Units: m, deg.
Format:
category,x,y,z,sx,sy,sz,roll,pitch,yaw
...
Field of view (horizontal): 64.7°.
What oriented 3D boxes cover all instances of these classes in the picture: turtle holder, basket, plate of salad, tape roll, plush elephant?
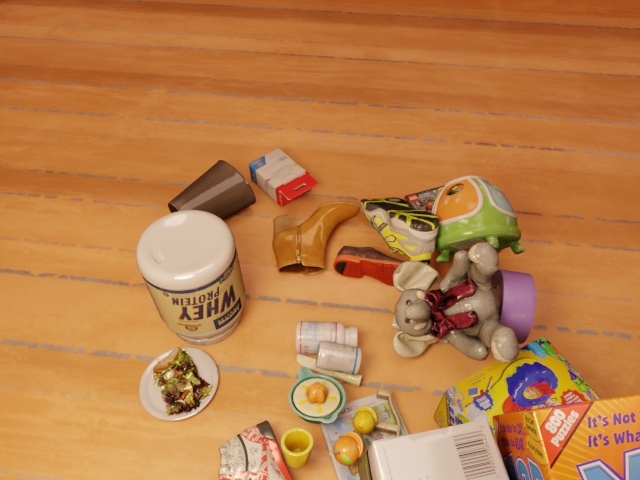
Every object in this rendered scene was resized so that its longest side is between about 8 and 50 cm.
category,x,y,z,sx,sy,sz,roll,pitch,yaw
turtle holder,0.467,-0.058,1.465,0.320,0.243,0.227,0,74,-24
basket,-0.360,-0.130,1.626,0.227,0.154,0.204,-38,58,-23
plate of salad,-0.360,0.355,1.280,0.200,0.048,0.199,0,49,0
tape roll,0.499,0.174,1.335,0.080,0.189,0.189,8,50,6
plush elephant,0.298,0.170,1.255,0.255,0.330,0.271,-8,80,1

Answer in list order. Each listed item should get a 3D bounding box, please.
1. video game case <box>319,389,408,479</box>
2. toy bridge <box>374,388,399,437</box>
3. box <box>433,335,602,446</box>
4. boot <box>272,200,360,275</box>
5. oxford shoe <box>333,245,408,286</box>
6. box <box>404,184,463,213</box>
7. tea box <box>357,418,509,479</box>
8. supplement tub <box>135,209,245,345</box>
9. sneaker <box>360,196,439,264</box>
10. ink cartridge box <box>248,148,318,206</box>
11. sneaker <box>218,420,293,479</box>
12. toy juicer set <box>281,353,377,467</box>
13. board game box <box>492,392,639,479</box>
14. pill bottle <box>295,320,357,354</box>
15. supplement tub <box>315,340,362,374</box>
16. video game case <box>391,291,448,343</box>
category,x,y,z,sx,sy,sz,roll,pitch,yaw
video game case,0.114,0.477,1.190,0.193,0.023,0.212,-14,51,-11
toy bridge,0.154,0.440,1.188,0.063,0.026,0.188,10,50,6
box,0.466,0.421,1.137,0.290,0.177,0.279,-23,55,-18
boot,-0.001,0.000,1.554,0.295,0.104,0.211,-12,56,-3
oxford shoe,0.179,0.063,1.495,0.271,0.097,0.098,12,44,9
box,0.414,-0.109,1.668,0.233,0.044,0.159,-16,52,-13
tea box,0.216,0.538,0.918,0.220,0.323,0.329,-8,61,-7
supplement tub,-0.321,0.106,1.307,0.235,0.324,0.235,0,50,0
sneaker,0.216,-0.039,1.514,0.145,0.147,0.384,-5,20,-14
ink cartridge box,-0.125,-0.206,1.730,0.134,0.078,0.231,-32,57,-23
sneaker,-0.132,0.541,1.098,0.145,0.090,0.270,-21,49,-15
toy juicer set,0.029,0.375,1.190,0.209,0.089,0.329,3,33,3
board game box,0.512,0.424,0.773,0.356,0.356,0.356,-10,69,5
pill bottle,0.016,0.258,1.333,0.160,0.087,0.087,2,50,2
supplement tub,0.045,0.293,1.260,0.107,0.071,0.071,11,50,-1
video game case,0.293,0.206,1.419,0.157,0.019,0.143,15,52,12
